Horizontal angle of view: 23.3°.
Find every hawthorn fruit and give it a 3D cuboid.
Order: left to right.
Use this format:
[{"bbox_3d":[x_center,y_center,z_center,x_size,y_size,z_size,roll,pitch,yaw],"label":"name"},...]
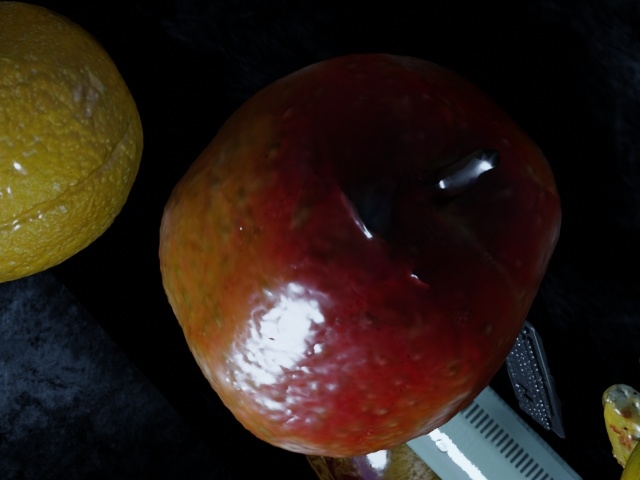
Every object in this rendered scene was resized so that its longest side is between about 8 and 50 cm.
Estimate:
[{"bbox_3d":[0.043,0.001,1.116,0.285,0.285,0.369,48,150,-4],"label":"hawthorn fruit"}]

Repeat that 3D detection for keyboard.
[{"bbox_3d":[0.192,0.120,1.471,0.074,0.015,0.196,35,160,36],"label":"keyboard"}]

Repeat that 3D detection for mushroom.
[{"bbox_3d":[0.066,0.231,1.785,0.278,0.163,0.297,40,161,22],"label":"mushroom"}]

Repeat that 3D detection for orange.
[{"bbox_3d":[-0.386,-0.102,1.777,0.322,0.357,0.322,56,170,16],"label":"orange"}]

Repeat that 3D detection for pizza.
[{"bbox_3d":[0.300,0.216,1.328,0.176,0.036,0.185,56,178,33],"label":"pizza"}]

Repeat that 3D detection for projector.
[{"bbox_3d":[0.144,0.191,1.596,0.337,0.108,0.108,45,164,6],"label":"projector"}]

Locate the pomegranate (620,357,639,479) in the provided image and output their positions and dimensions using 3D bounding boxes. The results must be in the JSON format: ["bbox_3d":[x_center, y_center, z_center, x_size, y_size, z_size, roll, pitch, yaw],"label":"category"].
[{"bbox_3d":[0.290,0.162,0.990,0.257,0.221,0.221,65,162,-4],"label":"pomegranate"}]
